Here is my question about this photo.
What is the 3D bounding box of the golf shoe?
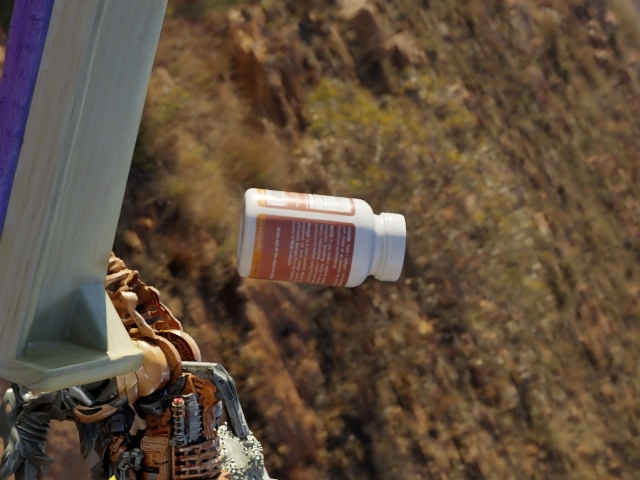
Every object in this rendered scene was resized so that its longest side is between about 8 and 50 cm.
[{"bbox_3d":[-0.097,0.330,1.698,0.176,0.069,0.086,52,-26,33],"label":"golf shoe"}]

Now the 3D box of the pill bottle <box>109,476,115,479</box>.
[{"bbox_3d":[-0.248,0.328,1.496,0.065,0.116,0.065,36,-18,13],"label":"pill bottle"}]

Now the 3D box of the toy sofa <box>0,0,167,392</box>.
[{"bbox_3d":[-0.199,-0.085,0.906,0.150,0.177,0.363,-4,109,-72],"label":"toy sofa"}]

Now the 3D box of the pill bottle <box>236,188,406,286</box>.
[{"bbox_3d":[0.000,0.000,1.676,0.121,0.216,0.121,-174,-90,-83],"label":"pill bottle"}]

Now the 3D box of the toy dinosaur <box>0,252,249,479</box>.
[{"bbox_3d":[-0.174,0.140,1.177,0.164,0.218,0.322,24,48,-53],"label":"toy dinosaur"}]
